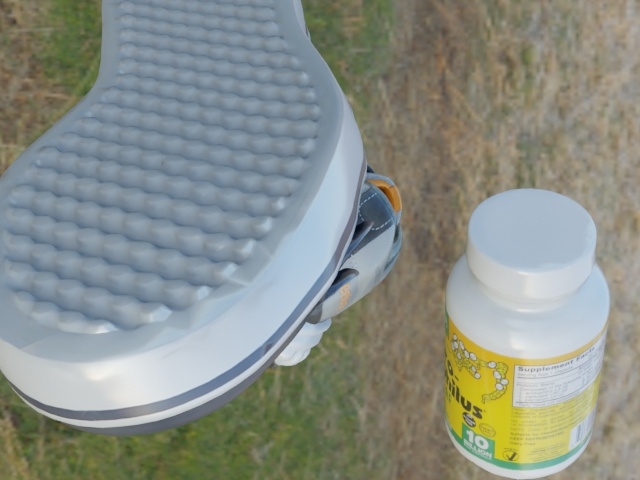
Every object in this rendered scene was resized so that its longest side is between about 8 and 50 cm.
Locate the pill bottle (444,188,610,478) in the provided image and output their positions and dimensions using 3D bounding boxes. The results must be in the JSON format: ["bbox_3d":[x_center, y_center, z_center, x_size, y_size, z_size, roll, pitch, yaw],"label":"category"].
[{"bbox_3d":[0.149,0.069,0.877,0.117,0.117,0.208,-50,149,-38],"label":"pill bottle"}]

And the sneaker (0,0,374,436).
[{"bbox_3d":[-0.040,-0.011,0.469,0.321,0.126,0.128,-87,168,-59],"label":"sneaker"}]

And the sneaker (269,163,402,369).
[{"bbox_3d":[0.000,0.000,0.701,0.100,0.108,0.271,55,4,-6],"label":"sneaker"}]
